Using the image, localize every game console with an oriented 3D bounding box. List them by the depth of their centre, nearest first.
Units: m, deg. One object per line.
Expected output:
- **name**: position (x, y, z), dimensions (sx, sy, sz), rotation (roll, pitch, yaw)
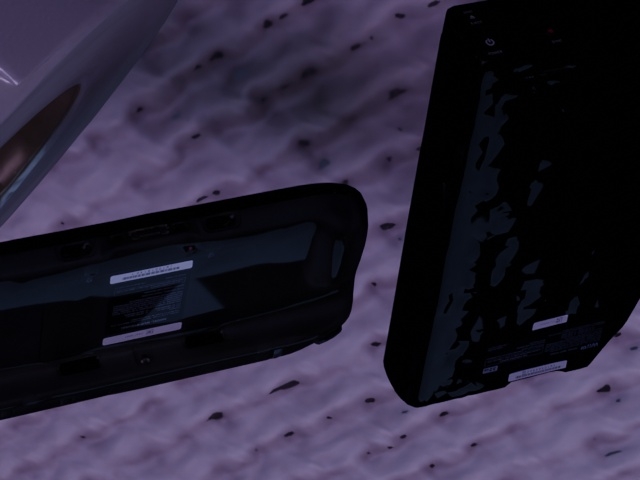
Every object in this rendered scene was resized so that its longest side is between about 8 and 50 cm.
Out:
- **game console**: position (0.000, 0.000, 0.814), dimensions (0.361, 0.044, 0.213), rotation (-12, 138, -20)

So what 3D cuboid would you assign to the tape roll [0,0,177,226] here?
- **tape roll**: position (-0.180, -0.040, 0.784), dimensions (0.100, 0.286, 0.286), rotation (42, 132, -2)
